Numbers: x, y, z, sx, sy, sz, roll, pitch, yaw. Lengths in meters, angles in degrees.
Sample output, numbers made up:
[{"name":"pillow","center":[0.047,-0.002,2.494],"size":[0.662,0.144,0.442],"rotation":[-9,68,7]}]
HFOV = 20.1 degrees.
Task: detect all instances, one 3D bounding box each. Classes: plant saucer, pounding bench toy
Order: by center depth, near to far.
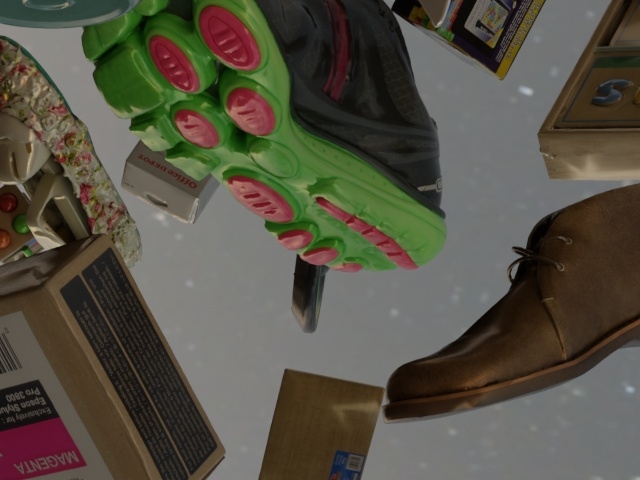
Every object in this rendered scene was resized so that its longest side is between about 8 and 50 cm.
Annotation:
[{"name":"plant saucer","center":[-0.138,-0.129,0.914],"size":[0.119,0.119,0.021],"rotation":[-14,-106,51]},{"name":"pounding bench toy","center":[-0.257,0.000,1.549],"size":[0.052,0.065,0.083],"rotation":[-36,-98,-5]}]

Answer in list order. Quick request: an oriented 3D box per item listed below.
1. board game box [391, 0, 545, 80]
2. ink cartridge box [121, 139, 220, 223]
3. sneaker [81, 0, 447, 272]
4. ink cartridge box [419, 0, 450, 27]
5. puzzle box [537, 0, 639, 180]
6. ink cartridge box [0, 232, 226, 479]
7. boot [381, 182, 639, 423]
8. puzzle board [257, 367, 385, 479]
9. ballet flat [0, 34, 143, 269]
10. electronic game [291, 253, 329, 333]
[{"name":"board game box","center":[0.138,-0.225,1.402],"size":[0.048,0.141,0.170],"rotation":[30,-87,28]},{"name":"ink cartridge box","center":[-0.141,-0.090,1.884],"size":[0.122,0.088,0.052],"rotation":[-60,175,-34]},{"name":"sneaker","center":[-0.041,-0.149,1.551],"size":[0.185,0.483,0.202],"rotation":[-7,-123,28]},{"name":"ink cartridge box","center":[0.022,-0.312,0.957],"size":[0.207,0.119,0.354],"rotation":[-116,-148,-53]},{"name":"puzzle box","center":[0.415,-0.150,1.534],"size":[0.408,0.052,0.272],"rotation":[0,-141,30]},{"name":"ink cartridge box","center":[-0.215,0.118,1.310],"size":[0.234,0.088,0.193],"rotation":[-17,-73,34]},{"name":"boot","center":[0.148,0.043,1.243],"size":[0.112,0.305,0.115],"rotation":[-12,-83,52]},{"name":"puzzle board","center":[0.000,0.184,1.710],"size":[0.011,0.096,0.128],"rotation":[-92,-166,-65]},{"name":"ballet flat","center":[-0.218,-0.052,1.456],"size":[0.091,0.241,0.077],"rotation":[1,-137,40]},{"name":"electronic game","center":[0.000,0.000,2.210],"size":[0.229,0.048,0.229],"rotation":[8,90,-88]}]
